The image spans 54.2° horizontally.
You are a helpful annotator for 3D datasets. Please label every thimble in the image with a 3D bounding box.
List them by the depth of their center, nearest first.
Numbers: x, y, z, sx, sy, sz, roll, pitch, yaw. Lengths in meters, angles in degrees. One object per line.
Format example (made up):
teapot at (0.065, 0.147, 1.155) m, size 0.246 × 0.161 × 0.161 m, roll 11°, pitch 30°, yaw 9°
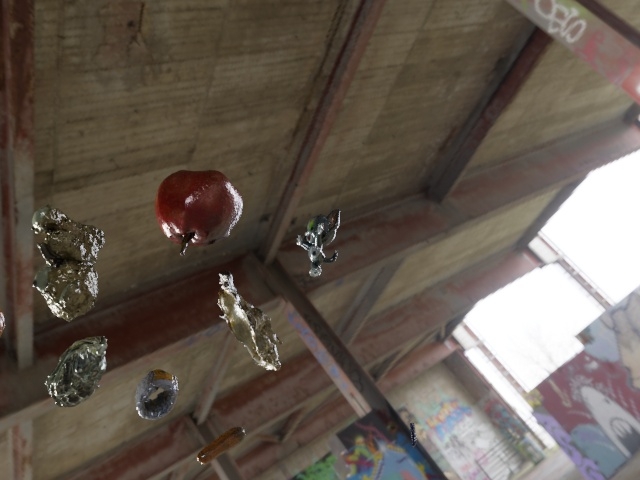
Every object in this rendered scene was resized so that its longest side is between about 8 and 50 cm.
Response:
thimble at (-0.566, 0.534, 2.162) m, size 0.127 × 0.118 × 0.151 m, roll 27°, pitch -81°, yaw -25°

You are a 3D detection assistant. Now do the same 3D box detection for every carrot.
carrot at (-0.336, 0.689, 2.105) m, size 0.186 × 0.060 × 0.060 m, roll -25°, pitch -26°, yaw -32°

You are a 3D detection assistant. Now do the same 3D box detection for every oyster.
oyster at (-0.227, 0.257, 2.015) m, size 0.096 × 0.361 × 0.221 m, roll -30°, pitch -39°, yaw -22°
oyster at (-0.803, 0.434, 2.104) m, size 0.351 × 0.158 × 0.162 m, roll -50°, pitch 1°, yaw 28°

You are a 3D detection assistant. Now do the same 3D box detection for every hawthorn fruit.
hawthorn fruit at (-0.337, -0.071, 1.660) m, size 0.210 × 0.230 × 0.266 m, roll 101°, pitch -177°, yaw -46°

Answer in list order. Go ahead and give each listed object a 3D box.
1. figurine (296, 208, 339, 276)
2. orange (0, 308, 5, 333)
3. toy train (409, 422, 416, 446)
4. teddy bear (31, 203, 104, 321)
figurine at (0.004, 0.004, 2.467) m, size 0.140 × 0.265 × 0.193 m, roll 2°, pitch -28°, yaw -24°
orange at (-0.802, 0.199, 1.449) m, size 0.135 × 0.117 × 0.135 m, roll -36°, pitch -4°, yaw -3°
toy train at (0.337, 0.703, 2.261) m, size 0.017 × 0.083 × 0.017 m, roll -15°, pitch -29°, yaw 20°
teddy bear at (-0.622, 0.072, 1.542) m, size 0.156 × 0.256 × 0.267 m, roll 2°, pitch -25°, yaw -13°
